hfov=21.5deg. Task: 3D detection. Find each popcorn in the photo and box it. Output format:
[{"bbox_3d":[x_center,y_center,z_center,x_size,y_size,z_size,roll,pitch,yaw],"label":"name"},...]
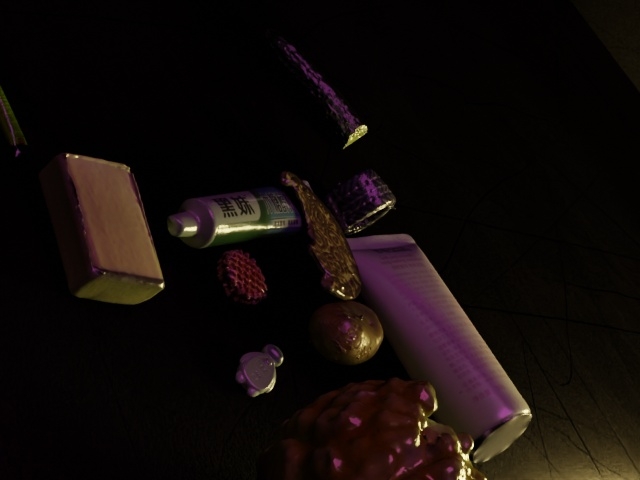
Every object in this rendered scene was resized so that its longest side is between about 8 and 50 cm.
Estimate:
[{"bbox_3d":[0.066,0.307,1.874,0.274,0.279,0.335,-1,29,-6],"label":"popcorn"}]

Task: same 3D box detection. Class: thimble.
[{"bbox_3d":[0.056,-0.055,2.391,0.066,0.095,0.104,59,20,9],"label":"thimble"}]

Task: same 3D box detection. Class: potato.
[{"bbox_3d":[0.032,0.122,2.210,0.091,0.070,0.138,45,16,15],"label":"potato"}]

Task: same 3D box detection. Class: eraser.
[{"bbox_3d":[-0.257,-0.012,1.967,0.117,0.058,0.172,12,50,-48],"label":"eraser"}]

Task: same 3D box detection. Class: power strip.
[{"bbox_3d":[-0.078,0.161,2.073,0.055,0.035,0.083,49,44,-7],"label":"power strip"}]

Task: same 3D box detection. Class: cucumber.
[{"bbox_3d":[-0.013,-0.233,2.523,0.214,0.052,0.058,51,11,-4],"label":"cucumber"}]

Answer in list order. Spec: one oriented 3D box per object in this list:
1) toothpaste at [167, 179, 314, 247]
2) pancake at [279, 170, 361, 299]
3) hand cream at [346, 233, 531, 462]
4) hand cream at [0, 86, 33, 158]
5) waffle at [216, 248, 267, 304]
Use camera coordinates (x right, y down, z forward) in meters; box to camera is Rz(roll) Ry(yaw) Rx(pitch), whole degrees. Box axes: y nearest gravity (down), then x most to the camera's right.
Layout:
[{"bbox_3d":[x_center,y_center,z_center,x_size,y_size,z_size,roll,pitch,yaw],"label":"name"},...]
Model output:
[{"bbox_3d":[-0.087,-0.032,2.208,0.098,0.061,0.392,60,27,11],"label":"toothpaste"},{"bbox_3d":[0.000,0.000,2.252,0.184,0.020,0.190,51,19,-26],"label":"pancake"},{"bbox_3d":[0.156,0.137,2.347,0.185,0.118,0.358,-5,56,-48],"label":"hand cream"},{"bbox_3d":[-0.373,-0.150,1.980,0.122,0.023,0.036,62,20,10],"label":"hand cream"},{"bbox_3d":[-0.099,0.048,2.149,0.083,0.029,0.075,-11,71,-60],"label":"waffle"}]
